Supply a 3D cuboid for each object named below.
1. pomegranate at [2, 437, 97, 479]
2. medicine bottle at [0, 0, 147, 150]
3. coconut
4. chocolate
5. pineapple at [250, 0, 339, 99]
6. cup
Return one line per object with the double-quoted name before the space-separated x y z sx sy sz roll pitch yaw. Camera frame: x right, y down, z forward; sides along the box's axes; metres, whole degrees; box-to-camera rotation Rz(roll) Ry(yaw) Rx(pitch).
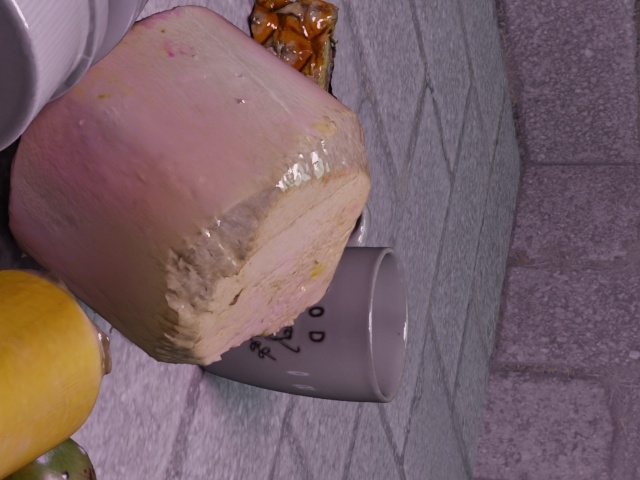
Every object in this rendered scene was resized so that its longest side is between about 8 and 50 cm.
"pomegranate" -0.248 0.210 1.336 0.130 0.130 0.130 1 90 -73
"medicine bottle" -0.240 -0.223 1.122 0.306 0.245 0.245 -68 154 -48
"coconut" -0.134 -0.062 1.424 0.297 0.309 0.297 -39 155 -23
"chocolate" -0.321 0.142 1.088 0.445 0.162 0.162 -33 122 -66
"pineapple" -0.034 -0.222 2.096 0.186 0.115 0.236 -56 154 -62
"cup" -0.021 0.063 1.893 0.186 0.234 0.258 44 51 -68
